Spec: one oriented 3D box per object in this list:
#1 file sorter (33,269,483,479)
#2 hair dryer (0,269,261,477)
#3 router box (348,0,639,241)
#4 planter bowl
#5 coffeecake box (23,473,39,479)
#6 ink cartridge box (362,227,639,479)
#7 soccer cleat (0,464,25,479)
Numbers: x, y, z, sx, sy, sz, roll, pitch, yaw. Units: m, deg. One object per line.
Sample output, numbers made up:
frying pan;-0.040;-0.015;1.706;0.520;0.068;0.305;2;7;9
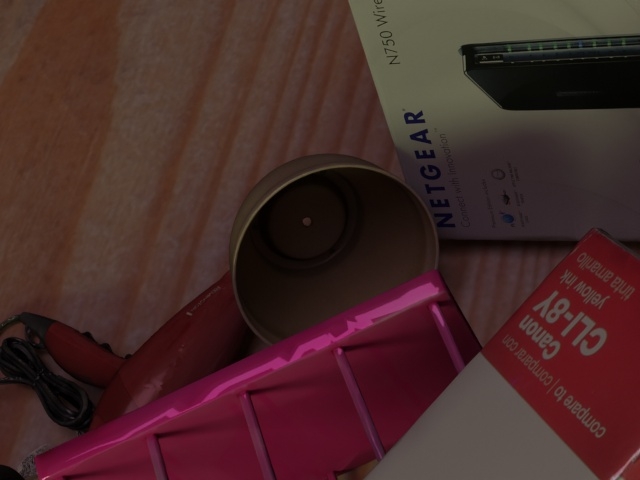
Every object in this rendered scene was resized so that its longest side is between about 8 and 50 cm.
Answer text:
file sorter;0.001;0.192;0.841;0.290;0.202;0.182;-26;57;7
hair dryer;-0.180;0.105;1.040;0.293;0.080;0.223;-23;54;8
router box;0.186;-0.140;0.876;0.301;0.335;0.082;0;46;23
planter bowl;0.000;0.000;0.996;0.162;0.162;0.109;-34;27;0
coffeecake box;-0.272;0.264;0.955;0.185;0.068;0.142;-14;86;15
ink cartridge box;0.127;0.233;0.656;0.385;0.279;0.160;-48;25;4
soccer cleat;-0.245;0.312;0.862;0.116;0.108;0.318;-2;92;20
